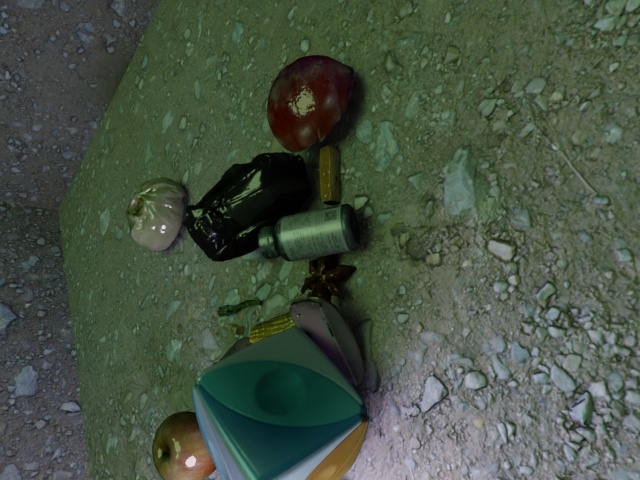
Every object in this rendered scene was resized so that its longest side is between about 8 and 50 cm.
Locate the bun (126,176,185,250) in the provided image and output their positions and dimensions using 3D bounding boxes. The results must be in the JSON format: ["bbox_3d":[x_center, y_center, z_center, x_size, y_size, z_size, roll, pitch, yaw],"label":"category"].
[{"bbox_3d":[-0.803,-0.128,2.156,0.365,0.219,0.366,-14,71,45],"label":"bun"}]

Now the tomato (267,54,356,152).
[{"bbox_3d":[-0.054,-0.450,1.440,0.334,0.176,0.290,-18,53,41],"label":"tomato"}]

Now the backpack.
[{"bbox_3d":[-0.225,-0.130,1.522,0.445,0.363,0.255,-35,84,22],"label":"backpack"}]

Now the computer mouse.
[{"bbox_3d":[0.021,0.292,1.308,0.158,0.072,0.311,-14,107,35],"label":"computer mouse"}]

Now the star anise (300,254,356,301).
[{"bbox_3d":[0.009,0.119,1.395,0.196,0.111,0.212,-44,24,3],"label":"star anise"}]

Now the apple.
[{"bbox_3d":[-0.486,0.769,1.688,0.256,0.233,0.257,-13,72,44],"label":"apple"}]

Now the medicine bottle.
[{"bbox_3d":[-0.036,-0.016,1.360,0.292,0.141,0.142,-10,75,16],"label":"medicine bottle"}]

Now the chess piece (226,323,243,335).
[{"bbox_3d":[-0.336,0.339,1.751,0.092,0.035,0.035,6,88,49],"label":"chess piece"}]

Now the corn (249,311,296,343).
[{"bbox_3d":[-0.122,0.295,1.487,0.317,0.115,0.115,-25,66,41],"label":"corn"}]

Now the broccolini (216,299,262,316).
[{"bbox_3d":[-0.307,0.254,1.734,0.238,0.051,0.054,-19,114,36],"label":"broccolini"}]

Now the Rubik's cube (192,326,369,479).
[{"bbox_3d":[-0.111,0.493,1.209,0.351,0.347,0.352,46,146,33],"label":"Rubik's cube"}]

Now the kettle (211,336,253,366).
[{"bbox_3d":[-0.282,0.486,1.617,0.211,0.160,0.243,50,130,5],"label":"kettle"}]

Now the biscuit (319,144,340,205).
[{"bbox_3d":[0.032,-0.208,1.456,0.052,0.056,0.188,-10,78,45],"label":"biscuit"}]
